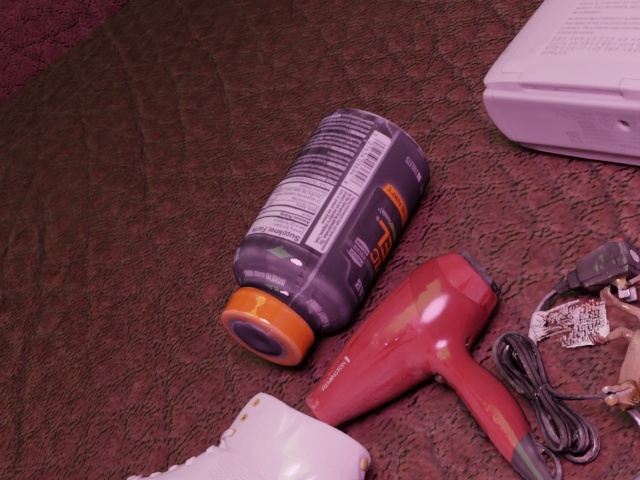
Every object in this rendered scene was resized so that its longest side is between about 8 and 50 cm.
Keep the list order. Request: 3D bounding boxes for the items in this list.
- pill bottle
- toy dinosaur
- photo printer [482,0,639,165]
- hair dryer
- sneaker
[{"bbox_3d":[0.000,0.000,0.971,0.130,0.130,0.245,2,52,45],"label":"pill bottle"},{"bbox_3d":[0.259,0.057,0.714,0.183,0.053,0.092,-28,72,-12],"label":"toy dinosaur"},{"bbox_3d":[0.329,-0.210,0.917,0.256,0.107,0.307,15,61,51],"label":"photo printer"},{"bbox_3d":[0.112,0.100,0.793,0.294,0.080,0.223,-15,42,33],"label":"hair dryer"},{"bbox_3d":[-0.093,0.212,0.849,0.293,0.108,0.169,1,49,32],"label":"sneaker"}]
